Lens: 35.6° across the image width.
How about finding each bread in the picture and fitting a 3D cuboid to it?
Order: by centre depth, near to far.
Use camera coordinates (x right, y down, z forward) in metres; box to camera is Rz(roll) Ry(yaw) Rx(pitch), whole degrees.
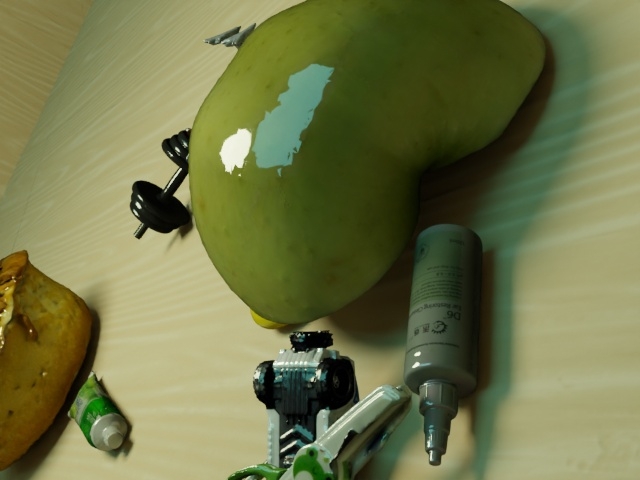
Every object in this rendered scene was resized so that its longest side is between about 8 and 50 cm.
[{"bbox_3d":[-0.514,0.201,1.618,0.358,0.204,0.337,-50,30,31],"label":"bread"}]

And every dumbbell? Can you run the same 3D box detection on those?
[{"bbox_3d":[-0.213,-0.085,1.463,0.208,0.099,0.099,-53,27,15],"label":"dumbbell"}]

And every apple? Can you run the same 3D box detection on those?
[{"bbox_3d":[0.024,-0.097,0.981,0.360,0.320,0.312,-152,57,-66],"label":"apple"}]

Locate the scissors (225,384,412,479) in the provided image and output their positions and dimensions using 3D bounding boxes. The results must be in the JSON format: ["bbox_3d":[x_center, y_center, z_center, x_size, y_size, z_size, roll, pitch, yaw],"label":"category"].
[{"bbox_3d":[-0.002,0.179,0.769,0.204,0.027,0.101,-49,62,22],"label":"scissors"}]

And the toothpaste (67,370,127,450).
[{"bbox_3d":[-0.311,0.241,1.379,0.078,0.047,0.248,-62,23,-5],"label":"toothpaste"}]

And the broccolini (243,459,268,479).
[{"bbox_3d":[-0.055,0.196,0.914,0.052,0.054,0.194,36,76,25],"label":"broccolini"}]

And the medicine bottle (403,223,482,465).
[{"bbox_3d":[0.095,0.081,0.772,0.057,0.057,0.199,-34,36,44],"label":"medicine bottle"}]

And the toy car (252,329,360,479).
[{"bbox_3d":[-0.007,0.160,0.837,0.080,0.070,0.171,-6,78,34],"label":"toy car"}]

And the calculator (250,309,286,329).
[{"bbox_3d":[0.000,0.000,1.058,0.235,0.032,0.146,-48,28,22],"label":"calculator"}]

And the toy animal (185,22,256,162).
[{"bbox_3d":[-0.099,-0.209,1.384,0.255,0.176,0.239,-29,25,-26],"label":"toy animal"}]
